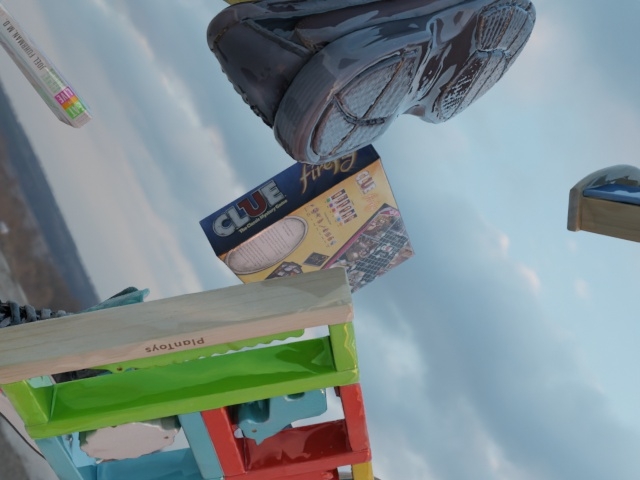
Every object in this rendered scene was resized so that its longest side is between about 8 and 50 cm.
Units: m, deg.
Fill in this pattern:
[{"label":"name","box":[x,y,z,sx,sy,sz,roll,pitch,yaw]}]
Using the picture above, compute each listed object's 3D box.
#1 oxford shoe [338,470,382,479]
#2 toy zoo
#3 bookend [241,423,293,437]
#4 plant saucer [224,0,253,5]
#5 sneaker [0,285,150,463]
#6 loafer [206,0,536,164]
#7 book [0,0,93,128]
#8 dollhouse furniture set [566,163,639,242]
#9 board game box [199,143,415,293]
[{"label":"oxford shoe","box":[0.095,0.351,0.989,0.271,0.097,0.098,34,-13,-31]},{"label":"toy zoo","box":[-0.063,0.141,0.535,0.293,0.192,0.030,81,-2,-45]},{"label":"bookend","box":[-0.090,0.276,1.052,0.157,0.072,0.156,-66,141,-61]},{"label":"plant saucer","box":[0.004,-0.265,0.583,0.037,0.241,0.241,51,-22,50]},{"label":"sneaker","box":[-0.245,0.087,0.766,0.295,0.178,0.124,50,14,-34]},{"label":"loafer","box":[0.049,-0.133,0.545,0.095,0.302,0.109,41,-55,15]},{"label":"book","box":[-0.280,-0.178,0.811,0.144,0.035,0.096,55,-11,-27]},{"label":"dollhouse furniture set","box":[0.396,-0.156,0.795,0.198,0.286,0.303,17,-67,45]},{"label":"board game box","box":[0.000,0.000,0.821,0.042,0.165,0.243,59,0,25]}]
